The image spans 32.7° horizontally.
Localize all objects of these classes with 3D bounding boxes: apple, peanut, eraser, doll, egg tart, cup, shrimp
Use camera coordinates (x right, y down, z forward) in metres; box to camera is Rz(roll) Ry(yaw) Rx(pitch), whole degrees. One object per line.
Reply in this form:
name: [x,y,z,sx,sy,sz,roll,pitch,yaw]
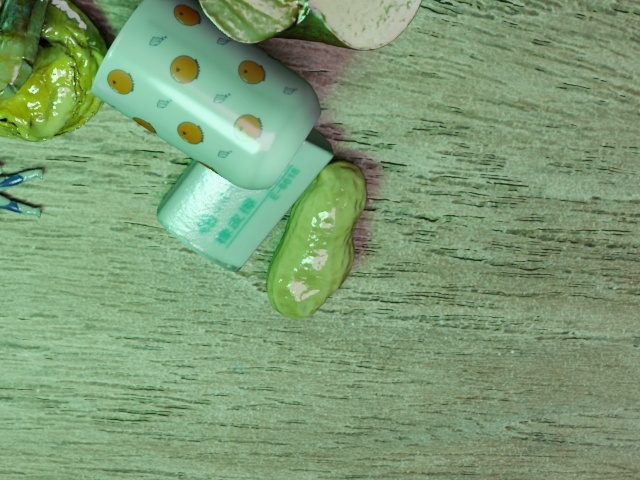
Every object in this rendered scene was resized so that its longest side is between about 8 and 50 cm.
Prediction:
apple: [-0.015,-0.461,1.624,0.329,0.295,0.365,-27,126,-40]
peanut: [0.000,0.000,1.999,0.148,0.147,0.319,15,110,-19]
eraser: [-0.136,-0.102,1.925,0.189,0.104,0.290,34,110,-17]
doll: [-0.597,-0.082,1.880,0.227,0.057,0.114,4,124,-15]
egg tart: [-0.481,-0.264,1.754,0.297,0.132,0.297,-4,127,-5]
cup: [-0.169,-0.229,1.716,0.317,0.212,0.212,34,111,-4]
shrimp: [-0.494,-0.349,1.654,0.178,0.075,0.289,14,91,12]
